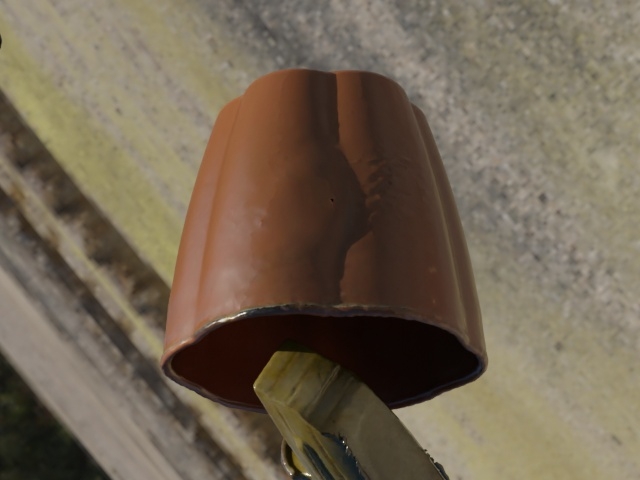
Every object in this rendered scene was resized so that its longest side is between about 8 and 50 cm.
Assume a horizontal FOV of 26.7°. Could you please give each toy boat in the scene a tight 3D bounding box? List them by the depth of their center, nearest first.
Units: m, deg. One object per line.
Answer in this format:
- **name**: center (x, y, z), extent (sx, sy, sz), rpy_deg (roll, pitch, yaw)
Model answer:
- **toy boat**: center (0.024, 0.140, 0.796), extent (0.088, 0.068, 0.226), rpy_deg (12, 147, 44)

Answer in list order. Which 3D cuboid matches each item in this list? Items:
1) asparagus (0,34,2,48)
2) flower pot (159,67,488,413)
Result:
- **asparagus**: center (-0.318, -0.203, 1.203), extent (0.178, 0.041, 0.045), rpy_deg (50, 128, 56)
- **flower pot**: center (0.000, 0.000, 0.811), extent (0.190, 0.191, 0.173), rpy_deg (86, -178, -64)
